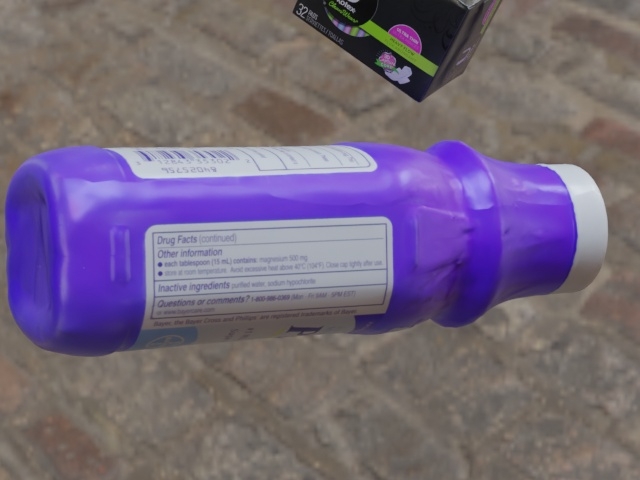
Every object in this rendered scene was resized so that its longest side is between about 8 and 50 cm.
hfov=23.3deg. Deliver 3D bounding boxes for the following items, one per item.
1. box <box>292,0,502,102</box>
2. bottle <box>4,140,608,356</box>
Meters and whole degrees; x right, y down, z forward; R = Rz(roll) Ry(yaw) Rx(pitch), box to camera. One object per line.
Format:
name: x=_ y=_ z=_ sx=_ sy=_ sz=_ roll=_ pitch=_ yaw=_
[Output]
box: x=0.041 y=-0.122 z=0.777 sx=0.083 sy=0.062 sz=0.052 roll=37 pitch=38 yaw=14
bottle: x=0.000 y=0.000 z=0.729 sx=0.283 sy=0.092 sz=0.118 roll=-3 pitch=3 yaw=-25
